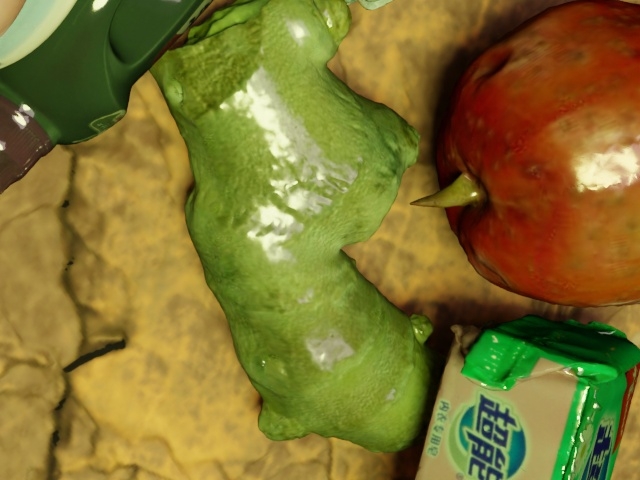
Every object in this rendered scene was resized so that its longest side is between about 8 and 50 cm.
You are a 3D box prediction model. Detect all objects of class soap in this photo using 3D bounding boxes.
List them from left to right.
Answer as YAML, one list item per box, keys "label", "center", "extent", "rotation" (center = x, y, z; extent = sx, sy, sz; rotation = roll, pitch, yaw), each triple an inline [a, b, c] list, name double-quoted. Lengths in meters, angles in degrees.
- label: "soap"
  center: [0.108, 0.181, 0.701]
  extent: [0.218, 0.098, 0.273]
  rotation: [-5, 110, -68]

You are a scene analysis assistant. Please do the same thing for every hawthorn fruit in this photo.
- label: "hawthorn fruit"
  center: [0.138, -0.039, 0.649]
  extent: [0.200, 0.179, 0.179]
  rotation: [-21, 109, -18]

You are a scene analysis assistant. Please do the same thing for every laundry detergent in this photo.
- label: "laundry detergent"
  center: [-0.096, -0.111, 0.535]
  extent: [0.078, 0.144, 0.221]
  rotation: [40, 68, -9]

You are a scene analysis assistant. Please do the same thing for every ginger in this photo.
- label: "ginger"
  center: [-0.002, -0.004, 0.650]
  extent: [0.137, 0.089, 0.289]
  rotation: [-19, 107, -29]

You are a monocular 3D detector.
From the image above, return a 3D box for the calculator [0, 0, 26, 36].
- label: "calculator"
  center: [-0.181, -0.208, 0.457]
  extent: [0.048, 0.220, 0.329]
  rotation: [-3, 89, -53]

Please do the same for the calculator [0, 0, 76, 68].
- label: "calculator"
  center: [-0.140, -0.219, 0.481]
  extent: [0.042, 0.188, 0.302]
  rotation: [1, 83, -48]

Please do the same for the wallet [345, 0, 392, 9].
- label: "wallet"
  center: [0.027, -0.264, 0.608]
  extent: [0.176, 0.075, 0.250]
  rotation: [-31, 111, -17]
